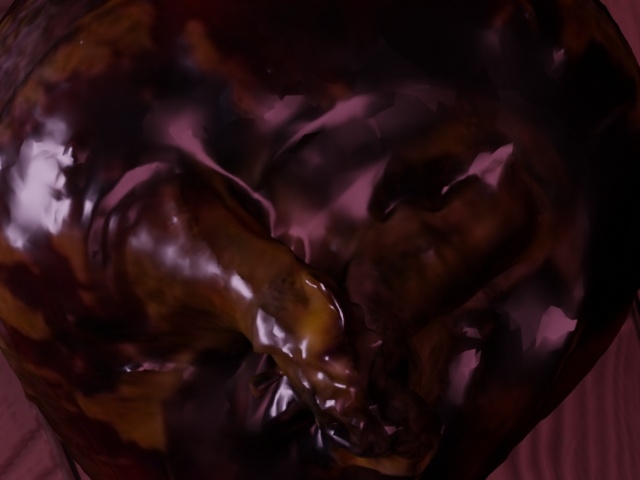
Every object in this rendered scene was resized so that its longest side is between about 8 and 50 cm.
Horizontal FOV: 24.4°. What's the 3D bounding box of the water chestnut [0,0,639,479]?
[{"bbox_3d":[0.000,0.000,0.467,0.224,0.238,0.223,-7,112,-17],"label":"water chestnut"}]
